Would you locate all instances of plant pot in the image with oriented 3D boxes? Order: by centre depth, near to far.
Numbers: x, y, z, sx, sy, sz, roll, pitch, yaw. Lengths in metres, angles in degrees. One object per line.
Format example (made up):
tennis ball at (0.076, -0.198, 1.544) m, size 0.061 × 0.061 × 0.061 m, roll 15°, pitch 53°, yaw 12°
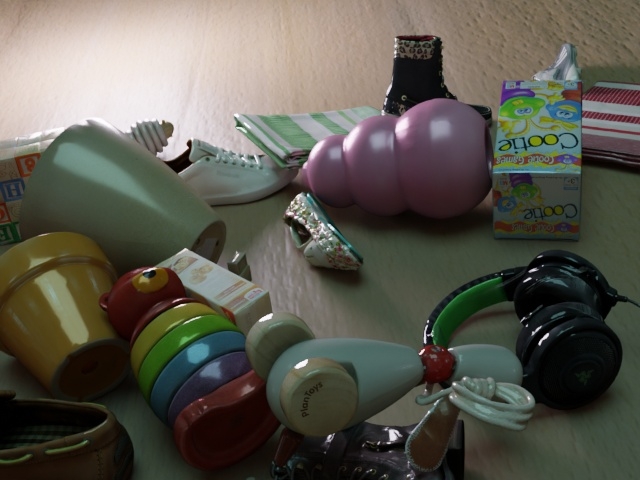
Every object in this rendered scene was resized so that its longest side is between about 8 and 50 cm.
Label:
plant pot at (-0.364, 0.124, 1.392) m, size 0.205 × 0.205 × 0.188 m, roll -24°, pitch 51°, yaw -24°
plant pot at (-0.302, -0.032, 1.594) m, size 0.274 × 0.257 × 0.256 m, roll 25°, pitch 42°, yaw 16°

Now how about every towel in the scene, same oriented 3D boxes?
towel at (0.592, -0.231, 1.887) m, size 0.237 × 0.037 × 0.329 m, roll 13°, pitch 36°, yaw 32°
towel at (0.019, -0.212, 1.904) m, size 0.324 × 0.038 × 0.248 m, roll -9°, pitch 30°, yaw -28°

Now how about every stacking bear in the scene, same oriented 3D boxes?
stacking bear at (-0.180, 0.143, 1.269) m, size 0.175 × 0.164 × 0.289 m, roll -26°, pitch 54°, yaw -26°

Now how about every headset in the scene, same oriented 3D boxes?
headset at (0.326, 0.092, 1.297) m, size 0.394 × 0.185 × 0.243 m, roll -10°, pitch 31°, yaw 17°

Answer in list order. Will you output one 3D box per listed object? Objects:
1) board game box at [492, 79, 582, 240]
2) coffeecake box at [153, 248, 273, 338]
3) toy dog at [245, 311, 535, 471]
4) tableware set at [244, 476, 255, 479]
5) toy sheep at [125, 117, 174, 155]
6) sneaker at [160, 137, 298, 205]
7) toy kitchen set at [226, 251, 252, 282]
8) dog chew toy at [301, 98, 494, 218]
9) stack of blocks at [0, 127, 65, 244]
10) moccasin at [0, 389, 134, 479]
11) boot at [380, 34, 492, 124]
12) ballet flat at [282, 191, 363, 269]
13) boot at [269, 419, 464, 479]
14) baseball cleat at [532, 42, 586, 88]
board game box at (0.375, -0.143, 1.658) m, size 0.144 × 0.142 × 0.275 m, roll 1°, pitch 41°, yaw 14°
coffeecake box at (-0.149, 0.112, 1.395) m, size 0.185 × 0.142 × 0.068 m, roll 24°, pitch 44°, yaw 39°
toy dog at (0.068, 0.193, 1.118) m, size 0.333 × 0.161 × 0.220 m, roll 12°, pitch 18°, yaw -1°
tableware set at (-0.111, 0.356, 1.106) m, size 0.194 × 0.039 × 0.128 m, roll -28°, pitch 29°, yaw -34°
toy sheep at (-0.363, -0.209, 1.996) m, size 0.132 × 0.091 × 0.091 m, roll -30°, pitch 37°, yaw -9°
sneaker at (-0.183, -0.137, 1.812) m, size 0.290 × 0.123 × 0.106 m, roll -13°, pitch 31°, yaw -12°
toy kitchen set at (-0.156, 0.068, 1.520) m, size 0.075 × 0.083 × 0.068 m, roll 7°, pitch 35°, yaw 21°
dog chew toy at (0.129, -0.133, 1.682) m, size 0.331 × 0.207 × 0.207 m, roll -5°, pitch 32°, yaw 17°
stack of blocks at (-0.592, -0.085, 1.763) m, size 0.297 × 0.171 × 0.087 m, roll -12°, pitch 33°, yaw -5°
moccasin at (-0.430, 0.247, 1.237) m, size 0.379 × 0.147 × 0.139 m, roll 5°, pitch 35°, yaw 19°
boot at (0.241, -0.312, 1.923) m, size 0.236 × 0.179 × 0.085 m, roll 0°, pitch 22°, yaw -13°
ballet flat at (0.000, 0.000, 1.619) m, size 0.077 × 0.091 × 0.241 m, roll -42°, pitch 32°, yaw 3°
boot at (0.050, 0.288, 1.146) m, size 0.228 × 0.091 × 0.263 m, roll 1°, pitch 23°, yaw 13°
baseball cleat at (0.508, -0.369, 2.084) m, size 0.109 × 0.072 × 0.206 m, roll -8°, pitch 28°, yaw 12°
